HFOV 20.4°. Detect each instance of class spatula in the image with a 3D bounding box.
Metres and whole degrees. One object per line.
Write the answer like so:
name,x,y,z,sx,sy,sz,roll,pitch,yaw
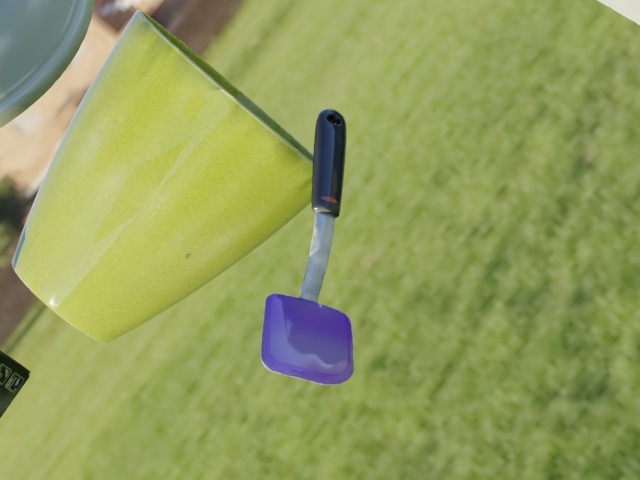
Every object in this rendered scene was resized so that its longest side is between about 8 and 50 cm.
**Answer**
spatula,0.000,0.000,1.569,0.030,0.084,0.296,126,156,-54

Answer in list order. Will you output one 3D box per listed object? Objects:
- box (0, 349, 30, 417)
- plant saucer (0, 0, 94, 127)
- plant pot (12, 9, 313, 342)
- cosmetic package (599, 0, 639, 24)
box,-0.416,0.176,1.880,0.190,0.045,0.184,-55,-31,-10
plant saucer,-0.417,-0.243,1.674,0.400,0.400,0.100,-58,-22,-32
plant pot,-0.181,-0.043,1.892,0.293,0.275,0.275,-50,11,4
cosmetic package,0.348,-0.432,1.832,0.329,0.394,0.327,-52,36,22
